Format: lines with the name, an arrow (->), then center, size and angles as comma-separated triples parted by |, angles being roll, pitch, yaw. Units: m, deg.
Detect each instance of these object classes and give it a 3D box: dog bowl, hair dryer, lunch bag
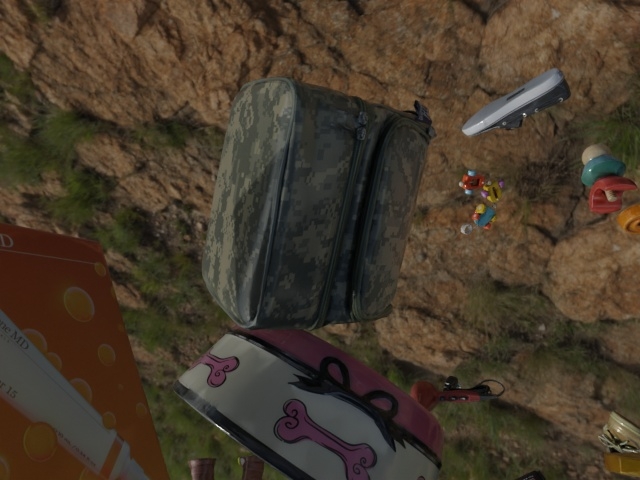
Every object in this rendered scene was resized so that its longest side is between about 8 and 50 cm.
dog bowl -> -0.004, 0.261, 0.652 | 0.408, 0.150, 0.408 | 28, 158, 12
hair dryer -> 0.367, 0.443, 1.290 | 0.224, 0.294, 0.080 | -25, 79, 57
lunch bag -> 0.010, -0.044, 0.582 | 0.213, 0.256, 0.305 | 22, 103, 55

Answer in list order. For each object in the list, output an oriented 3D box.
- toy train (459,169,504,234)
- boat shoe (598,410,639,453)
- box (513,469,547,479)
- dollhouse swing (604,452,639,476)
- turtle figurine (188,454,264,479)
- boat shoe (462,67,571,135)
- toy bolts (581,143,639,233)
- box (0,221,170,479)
toy train -> 0.391, -0.103, 1.106 | 0.125, 0.046, 0.166 | -9, 117, -12
boat shoe -> 0.768, 0.514, 1.105 | 0.089, 0.104, 0.285 | -46, 127, -2
box -> 0.390, 0.720, 0.975 | 0.395, 0.318, 0.097 | -28, 97, 6
dollhouse swing -> 0.702, 0.285, 0.734 | 0.347, 0.315, 0.305 | 19, 171, -35
turtle figurine -> -0.140, 0.402, 0.571 | 0.270, 0.217, 0.087 | -6, 151, 4
boat shoe -> 0.421, -0.278, 0.956 | 0.076, 0.080, 0.228 | 46, 134, -16
toy bolts -> 0.707, -0.138, 1.013 | 0.229, 0.158, 0.218 | 3, 148, 2
box -> -0.258, 0.171, 0.325 | 0.168, 0.215, 0.345 | -26, 76, 10
